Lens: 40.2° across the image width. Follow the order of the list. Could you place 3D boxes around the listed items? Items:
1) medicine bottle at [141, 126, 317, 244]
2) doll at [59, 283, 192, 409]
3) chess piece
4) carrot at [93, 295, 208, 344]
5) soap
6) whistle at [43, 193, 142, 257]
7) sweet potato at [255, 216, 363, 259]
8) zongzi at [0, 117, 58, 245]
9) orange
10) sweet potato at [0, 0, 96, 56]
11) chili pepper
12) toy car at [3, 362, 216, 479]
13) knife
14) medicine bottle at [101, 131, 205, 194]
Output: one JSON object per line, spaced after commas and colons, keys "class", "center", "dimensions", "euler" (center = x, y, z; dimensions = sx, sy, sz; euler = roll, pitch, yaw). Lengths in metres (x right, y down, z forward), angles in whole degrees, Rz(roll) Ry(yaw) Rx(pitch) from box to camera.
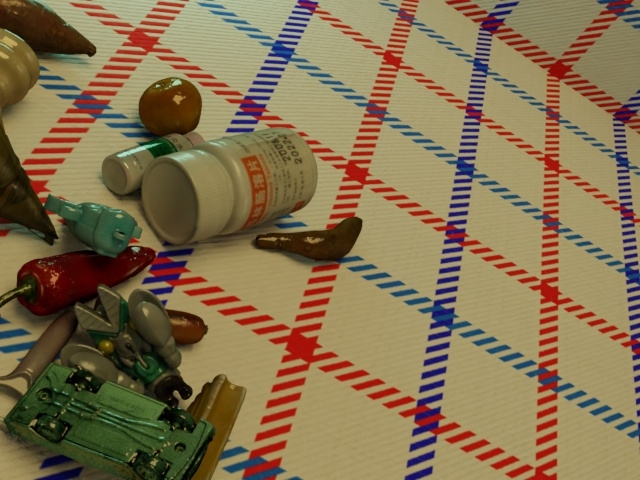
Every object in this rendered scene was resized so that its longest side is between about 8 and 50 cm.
{"class": "medicine bottle", "center": [-0.195, -0.126, 1.945], "dimensions": [0.371, 0.211, 0.211], "euler": [-21, 68, -47]}
{"class": "doll", "center": [-0.327, 0.185, 1.568], "dimensions": [0.258, 0.153, 0.195], "euler": [24, 87, -14]}
{"class": "chess piece", "center": [-0.700, -0.282, 1.764], "dimensions": [0.167, 0.167, 0.300], "euler": [27, 48, -15]}
{"class": "carrot", "center": [-0.325, 0.157, 1.690], "dimensions": [0.225, 0.067, 0.067], "euler": [15, 45, -24]}
{"class": "soap", "center": [-0.217, 0.359, 1.523], "dimensions": [0.073, 0.140, 0.232], "euler": [32, 40, -9]}
{"class": "whistle", "center": [-0.427, -0.028, 1.671], "dimensions": [0.186, 0.093, 0.274], "euler": [18, -1, -35]}
{"class": "sweet potato", "center": [0.002, 0.003, 2.089], "dimensions": [0.346, 0.079, 0.108], "euler": [-9, 30, -41]}
{"class": "zongzi", "center": [-0.671, -0.091, 1.655], "dimensions": [0.260, 0.289, 0.123], "euler": [-6, 44, 11]}
{"class": "orange", "center": [-0.350, -0.309, 2.055], "dimensions": [0.134, 0.154, 0.155], "euler": [65, 29, -30]}
{"class": "sweet potato", "center": [-0.668, -0.498, 1.992], "dimensions": [0.336, 0.131, 0.131], "euler": [12, 46, -28]}
{"class": "chili pepper", "center": [-0.454, 0.069, 1.636], "dimensions": [0.110, 0.110, 0.387], "euler": [51, 32, 13]}
{"class": "toy car", "center": [-0.336, 0.305, 1.416], "dimensions": [0.320, 0.097, 0.141], "euler": [18, 44, 13]}
{"class": "knife", "center": [-0.485, 0.215, 1.524], "dimensions": [0.123, 0.053, 0.278], "euler": [38, 40, -11]}
{"class": "medicine bottle", "center": [-0.365, -0.180, 1.957], "dimensions": [0.095, 0.095, 0.260], "euler": [48, 38, 10]}
